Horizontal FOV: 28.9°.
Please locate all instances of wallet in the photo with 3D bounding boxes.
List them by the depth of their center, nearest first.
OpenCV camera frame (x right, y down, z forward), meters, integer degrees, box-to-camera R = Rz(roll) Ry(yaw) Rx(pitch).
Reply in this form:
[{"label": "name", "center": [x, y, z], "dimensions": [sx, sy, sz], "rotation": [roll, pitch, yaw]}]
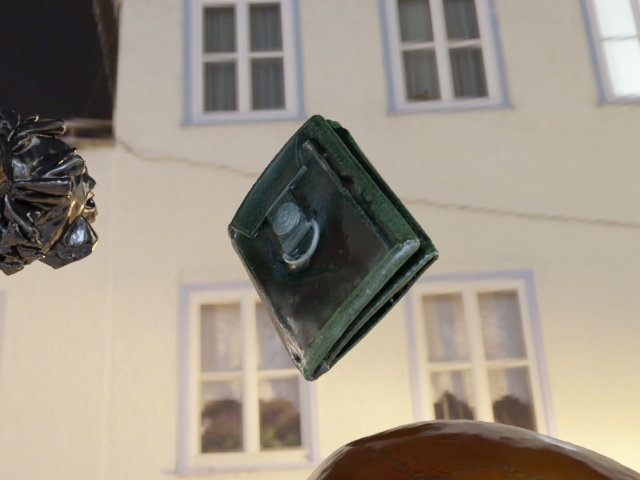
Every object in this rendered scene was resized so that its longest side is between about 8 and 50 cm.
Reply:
[{"label": "wallet", "center": [-0.002, -0.001, 1.101], "dimensions": [0.055, 0.236, 0.160], "rotation": [31, -73, -35]}]

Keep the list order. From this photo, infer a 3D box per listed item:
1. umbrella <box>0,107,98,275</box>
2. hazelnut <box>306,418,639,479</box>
[{"label": "umbrella", "center": [-0.303, -0.080, 1.096], "dimensions": [0.128, 0.154, 0.336], "rotation": [15, -23, 25]}, {"label": "hazelnut", "center": [0.090, 0.262, 0.563], "dimensions": [0.366, 0.366, 0.366], "rotation": [-3, -30, -1]}]
